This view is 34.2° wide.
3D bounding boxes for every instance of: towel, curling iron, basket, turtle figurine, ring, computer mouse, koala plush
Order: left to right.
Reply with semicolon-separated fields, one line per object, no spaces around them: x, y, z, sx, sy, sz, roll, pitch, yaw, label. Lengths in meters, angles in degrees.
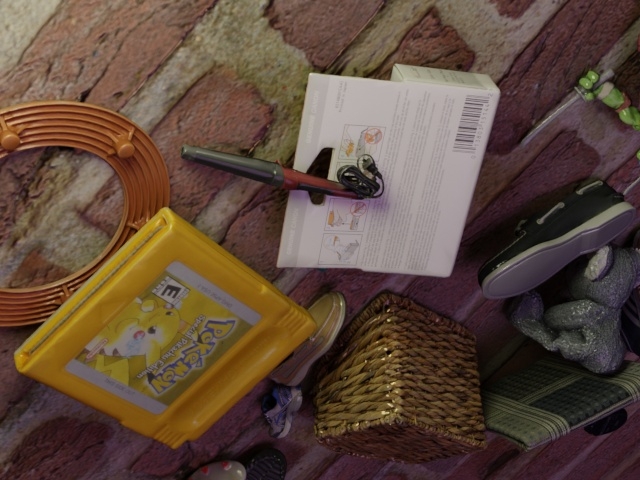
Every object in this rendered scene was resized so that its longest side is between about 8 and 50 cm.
-0.336;-0.018;1.247;0.336;0.032;0.337;-20;136;-20;ring
-0.045;-0.095;1.335;0.274;0.035;0.068;8;122;-17;curling iron
0.121;0.247;1.777;0.213;0.223;0.299;-20;151;34;basket
0.424;0.288;1.896;0.312;0.324;0.056;-22;99;-17;towel
0.575;0.401;2.296;0.242;0.041;0.071;-3;131;-25;computer mouse
0.486;0.102;1.843;0.196;0.203;0.221;16;105;-45;koala plush
0.475;-0.212;1.504;0.274;0.198;0.266;2;114;-15;turtle figurine

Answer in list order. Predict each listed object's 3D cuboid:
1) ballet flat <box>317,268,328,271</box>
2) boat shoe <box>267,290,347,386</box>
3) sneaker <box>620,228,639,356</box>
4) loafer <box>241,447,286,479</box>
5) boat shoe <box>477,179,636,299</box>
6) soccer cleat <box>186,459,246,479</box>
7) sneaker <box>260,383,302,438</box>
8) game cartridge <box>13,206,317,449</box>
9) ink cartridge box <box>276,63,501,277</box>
0.000;0.000;1.500;0.041;0.041;0.114;-30;141;-8;ballet flat
-0.029;0.152;1.604;0.072;0.068;0.190;16;118;-30;boat shoe
0.606;0.100;1.995;0.099;0.153;0.282;-17;106;-19;sneaker
-0.141;0.444;1.802;0.080;0.078;0.220;35;94;-15;loafer
0.376;-0.003;1.722;0.302;0.091;0.114;-24;146;-18;boat shoe
-0.210;0.433;1.744;0.196;0.068;0.076;-31;155;-5;soccer cleat
-0.072;0.275;1.705;0.058;0.052;0.135;7;133;-15;sneaker
-0.197;0.136;1.407;0.285;0.053;0.323;-43;133;8;game cartridge
0.084;-0.094;1.422;0.261;0.066;0.296;4;120;-13;ink cartridge box
